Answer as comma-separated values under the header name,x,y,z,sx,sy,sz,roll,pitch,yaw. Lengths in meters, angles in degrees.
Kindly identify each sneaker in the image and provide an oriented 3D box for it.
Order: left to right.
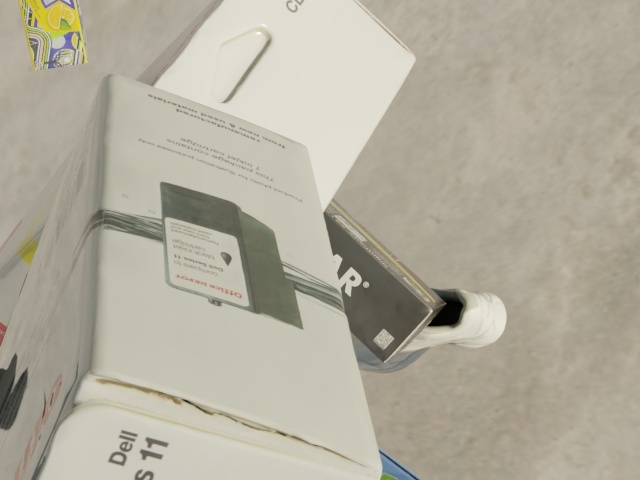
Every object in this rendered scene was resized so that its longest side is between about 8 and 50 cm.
name,x,y,z,sx,sy,sz,roll,pitch,yaw
sneaker,0.114,0.103,1.794,0.232,0.115,0.090,-20,62,24

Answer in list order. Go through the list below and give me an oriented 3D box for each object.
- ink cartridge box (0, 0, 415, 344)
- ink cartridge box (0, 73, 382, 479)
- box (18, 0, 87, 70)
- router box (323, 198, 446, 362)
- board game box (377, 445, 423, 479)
name,x,y,z,sx,sy,sz,roll,pitch,yaw
ink cartridge box,-0.127,-0.037,1.175,0.160,0.384,0.279,39,54,-12
ink cartridge box,-0.059,0.059,0.456,0.087,0.208,0.153,19,114,-15
box,-0.275,-0.258,1.398,0.059,0.054,0.169,-9,129,-6
router box,0.000,0.000,1.586,0.309,0.243,0.081,43,95,7
board game box,-0.049,0.180,0.723,0.211,0.160,0.039,-52,136,-7
